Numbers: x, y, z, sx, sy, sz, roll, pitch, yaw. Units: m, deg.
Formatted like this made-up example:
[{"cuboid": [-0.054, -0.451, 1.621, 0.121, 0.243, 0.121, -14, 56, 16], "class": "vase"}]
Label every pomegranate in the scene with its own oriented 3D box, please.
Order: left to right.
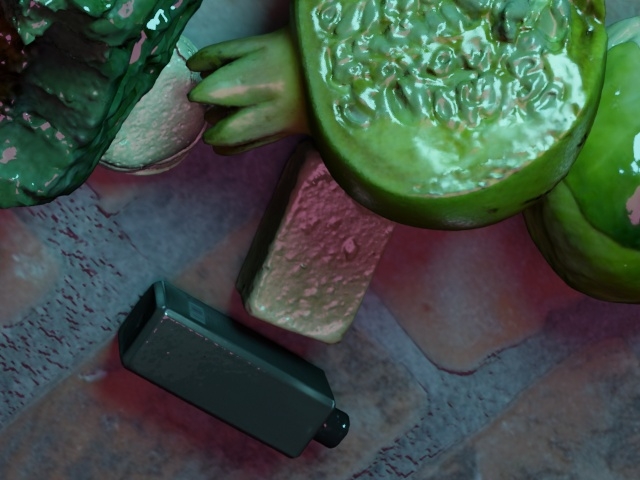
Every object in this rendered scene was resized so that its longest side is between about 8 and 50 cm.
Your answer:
[{"cuboid": [0.068, -0.153, 1.168, 0.358, 0.216, 0.310, -13, 88, 9], "class": "pomegranate"}]

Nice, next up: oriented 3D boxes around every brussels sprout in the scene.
[{"cuboid": [0.301, -0.073, 1.259, 0.219, 0.210, 0.271, 4, 95, -18], "class": "brussels sprout"}]

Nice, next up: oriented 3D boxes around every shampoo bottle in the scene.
[{"cuboid": [-0.079, 0.136, 1.327, 0.246, 0.080, 0.079, 31, 104, -20], "class": "shampoo bottle"}]

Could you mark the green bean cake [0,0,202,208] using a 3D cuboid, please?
[{"cuboid": [-0.202, -0.173, 1.018, 0.169, 0.300, 0.308, 32, 93, -1], "class": "green bean cake"}]

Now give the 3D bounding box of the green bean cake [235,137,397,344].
[{"cuboid": [0.000, 0.000, 1.286, 0.109, 0.085, 0.179, 18, 106, -16], "class": "green bean cake"}]

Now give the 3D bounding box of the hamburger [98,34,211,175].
[{"cuboid": [-0.167, -0.124, 1.217, 0.133, 0.062, 0.140, -3, 109, -11], "class": "hamburger"}]
